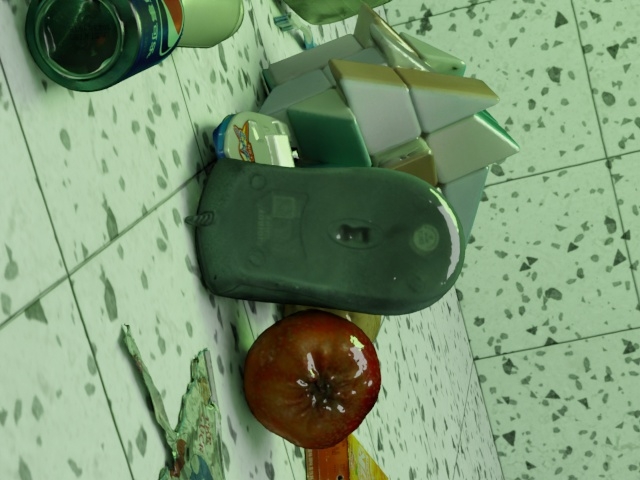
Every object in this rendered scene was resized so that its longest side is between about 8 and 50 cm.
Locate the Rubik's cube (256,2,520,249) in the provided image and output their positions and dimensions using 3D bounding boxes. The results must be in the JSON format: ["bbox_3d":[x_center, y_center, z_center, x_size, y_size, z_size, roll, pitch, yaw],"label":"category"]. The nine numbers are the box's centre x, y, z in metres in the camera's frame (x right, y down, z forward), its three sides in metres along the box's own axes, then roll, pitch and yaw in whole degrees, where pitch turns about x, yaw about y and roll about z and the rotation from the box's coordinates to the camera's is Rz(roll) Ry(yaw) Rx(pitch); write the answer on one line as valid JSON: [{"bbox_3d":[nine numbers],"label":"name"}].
[{"bbox_3d":[0.096,-0.151,2.041,0.358,0.368,0.387,-115,-178,-59],"label":"Rubik's cube"}]

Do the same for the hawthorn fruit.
[{"bbox_3d":[-0.014,0.168,1.663,0.200,0.179,0.179,-117,-170,-73],"label":"hawthorn fruit"}]

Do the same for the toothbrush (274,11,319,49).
[{"bbox_3d":[-0.018,-0.376,2.428,0.386,0.040,0.040,10,68,-76],"label":"toothbrush"}]

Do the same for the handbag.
[{"bbox_3d":[-0.215,-0.343,1.540,0.315,0.109,0.241,-5,82,-64],"label":"handbag"}]

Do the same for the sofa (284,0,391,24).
[{"bbox_3d":[0.001,-0.526,2.285,0.210,0.176,0.225,40,38,-51],"label":"sofa"}]

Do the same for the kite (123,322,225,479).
[{"bbox_3d":[-0.142,0.247,1.369,0.406,0.014,0.368,-78,153,-61],"label":"kite"}]

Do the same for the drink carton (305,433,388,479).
[{"bbox_3d":[0.044,0.362,1.919,0.223,0.071,0.096,56,25,-55],"label":"drink carton"}]

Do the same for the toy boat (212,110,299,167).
[{"bbox_3d":[-0.091,-0.111,1.757,0.295,0.088,0.129,-3,80,-77],"label":"toy boat"}]

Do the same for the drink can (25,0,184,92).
[{"bbox_3d":[-0.210,-0.219,1.299,0.205,0.118,0.118,-63,138,-72],"label":"drink can"}]

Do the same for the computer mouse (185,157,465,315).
[{"bbox_3d":[0.000,0.000,1.646,0.122,0.371,0.188,152,-57,-66],"label":"computer mouse"}]

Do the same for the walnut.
[{"bbox_3d":[0.019,0.103,1.901,0.166,0.149,0.167,-178,-90,-76],"label":"walnut"}]
